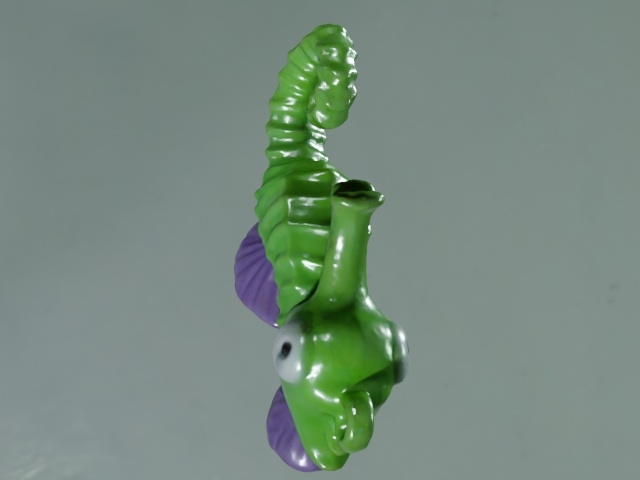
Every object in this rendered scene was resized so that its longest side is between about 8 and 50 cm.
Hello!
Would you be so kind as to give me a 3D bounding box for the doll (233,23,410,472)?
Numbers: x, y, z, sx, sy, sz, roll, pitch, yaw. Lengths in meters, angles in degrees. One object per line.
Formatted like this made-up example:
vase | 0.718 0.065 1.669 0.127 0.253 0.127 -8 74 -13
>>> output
doll | 0.000 0.000 0.675 0.050 0.115 0.190 8 49 -19
